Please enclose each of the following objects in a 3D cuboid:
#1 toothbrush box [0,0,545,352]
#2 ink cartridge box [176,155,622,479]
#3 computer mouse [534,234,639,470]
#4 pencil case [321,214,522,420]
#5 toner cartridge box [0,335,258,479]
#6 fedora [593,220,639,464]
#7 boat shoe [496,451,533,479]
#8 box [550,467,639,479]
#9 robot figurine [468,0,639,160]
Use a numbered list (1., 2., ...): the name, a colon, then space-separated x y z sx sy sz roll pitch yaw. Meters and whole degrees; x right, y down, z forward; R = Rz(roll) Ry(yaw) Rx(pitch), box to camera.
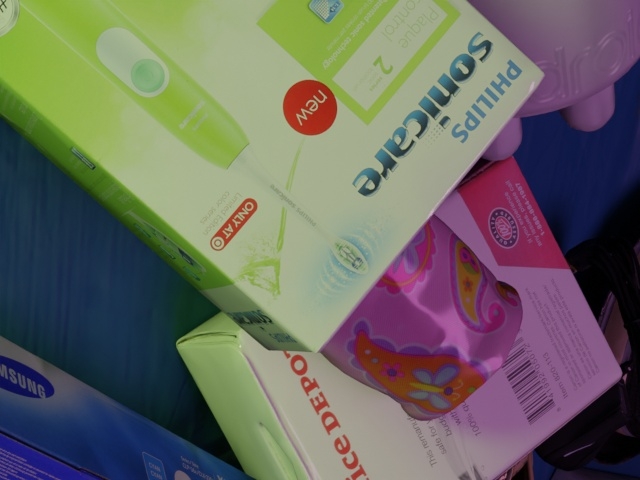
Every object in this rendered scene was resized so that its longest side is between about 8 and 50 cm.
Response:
1. toothbrush box: -0.055 -0.104 0.851 0.283 0.122 0.206 43 78 -10
2. ink cartridge box: 0.062 0.089 1.155 0.283 0.117 0.207 -32 100 -28
3. computer mouse: 0.232 0.107 1.417 0.060 0.184 0.262 -6 159 -20
4. pencil case: 0.000 0.000 1.000 0.284 0.124 0.124 37 84 -18
5. toner cartridge box: -0.184 0.170 0.982 0.165 0.075 0.348 -29 144 15
6. fedora: 0.395 0.101 1.533 0.334 0.152 0.334 -33 137 -38
7. boat shoe: 0.167 0.223 1.435 0.104 0.089 0.285 -33 134 -28
8. box: 0.393 0.396 1.582 0.215 0.345 0.168 18 99 -50
9. robot figurine: 0.119 -0.224 1.015 0.300 0.200 0.353 -21 132 -5
